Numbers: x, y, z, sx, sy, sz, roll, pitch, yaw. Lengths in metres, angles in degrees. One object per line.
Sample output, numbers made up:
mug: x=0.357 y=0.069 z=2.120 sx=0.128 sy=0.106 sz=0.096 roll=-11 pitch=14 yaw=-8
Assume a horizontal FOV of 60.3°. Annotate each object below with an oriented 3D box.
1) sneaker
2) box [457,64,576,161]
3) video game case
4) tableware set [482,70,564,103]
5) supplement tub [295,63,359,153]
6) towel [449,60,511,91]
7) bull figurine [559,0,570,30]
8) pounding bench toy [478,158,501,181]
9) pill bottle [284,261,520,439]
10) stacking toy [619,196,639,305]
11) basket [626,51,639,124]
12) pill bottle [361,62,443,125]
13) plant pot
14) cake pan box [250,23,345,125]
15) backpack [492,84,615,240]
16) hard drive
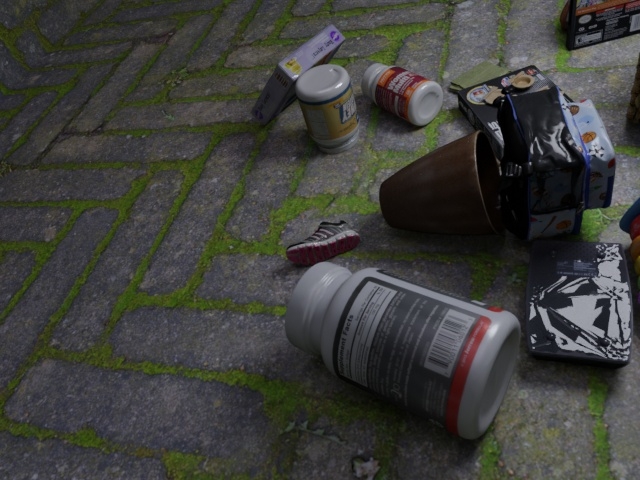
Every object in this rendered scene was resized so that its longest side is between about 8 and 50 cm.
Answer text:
sneaker: x=0.000 y=0.000 z=1.250 sx=0.170 sy=0.063 sz=0.075 roll=-18 pitch=45 yaw=-5
box: x=0.496 y=-0.321 z=1.376 sx=0.216 sy=0.060 sz=0.270 roll=-19 pitch=45 yaw=1
video game case: x=0.797 y=-0.651 z=1.445 sx=0.274 sy=0.248 sz=0.035 roll=-13 pitch=47 yaw=7
tableware set: x=0.496 y=-0.358 z=1.354 sx=0.141 sy=0.020 sz=0.169 roll=-32 pitch=47 yaw=-11
supplement tub: x=0.024 y=-0.347 z=1.464 sx=0.144 sy=0.200 sz=0.145 roll=-10 pitch=47 yaw=11
towel: x=0.444 y=-0.447 z=1.535 sx=0.148 sy=0.027 sz=0.110 roll=-35 pitch=46 yaw=-13
bull figurine: x=0.814 y=-0.722 z=1.572 sx=0.310 sy=0.188 sz=0.101 roll=-41 pitch=70 yaw=-11
pounding bench toy: x=0.382 y=-0.157 z=1.273 sx=0.052 sy=0.083 sz=0.065 roll=35 pitch=98 yaw=42
pill bottle: x=0.132 y=0.167 z=0.945 sx=0.362 sy=0.210 sz=0.210 roll=18 pitch=57 yaw=32
stacking toy: x=0.602 y=0.075 z=0.929 sx=0.175 sy=0.166 sz=0.302 roll=15 pitch=66 yaw=12
basket: x=0.745 y=-0.400 z=1.198 sx=0.213 sy=0.299 sz=0.223 roll=-31 pitch=49 yaw=-9
pill bottle: x=0.218 y=-0.406 z=1.508 sx=0.121 sy=0.121 sz=0.221 roll=-37 pitch=48 yaw=-16
plant pot: x=0.251 y=-0.101 z=1.177 sx=0.230 sy=0.215 sz=0.216 roll=-10 pitch=44 yaw=30
cake pan box: x=-0.071 y=-0.472 z=1.591 sx=0.070 sy=0.267 sz=0.246 roll=47 pitch=59 yaw=-3
backpack: x=0.448 y=-0.137 z=1.084 sx=0.212 sy=0.264 sz=0.277 roll=0 pitch=49 yaw=12
hard drive: x=0.461 y=0.110 z=0.993 sx=0.171 sy=0.054 sz=0.255 roll=3 pitch=50 yaw=21
